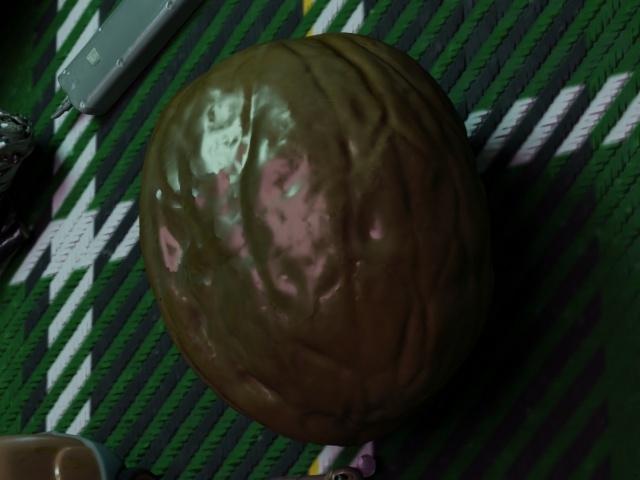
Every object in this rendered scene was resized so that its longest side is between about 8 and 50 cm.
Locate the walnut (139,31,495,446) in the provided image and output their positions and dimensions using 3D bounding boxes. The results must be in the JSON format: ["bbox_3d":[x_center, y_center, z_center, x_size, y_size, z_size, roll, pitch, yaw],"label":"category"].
[{"bbox_3d":[-0.002,0.000,1.481,0.277,0.252,0.313,-15,78,33],"label":"walnut"}]

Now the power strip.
[{"bbox_3d":[-0.164,-0.200,1.804,0.253,0.027,0.060,-47,55,16],"label":"power strip"}]

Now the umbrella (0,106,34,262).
[{"bbox_3d":[-0.371,0.032,1.863,0.113,0.106,0.358,43,111,47],"label":"umbrella"}]

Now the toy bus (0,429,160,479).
[{"bbox_3d":[-0.252,0.290,1.599,0.194,0.232,0.288,-17,65,29],"label":"toy bus"}]

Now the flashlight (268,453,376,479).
[{"bbox_3d":[-0.004,0.197,1.562,0.110,0.031,0.052,-8,72,35],"label":"flashlight"}]
